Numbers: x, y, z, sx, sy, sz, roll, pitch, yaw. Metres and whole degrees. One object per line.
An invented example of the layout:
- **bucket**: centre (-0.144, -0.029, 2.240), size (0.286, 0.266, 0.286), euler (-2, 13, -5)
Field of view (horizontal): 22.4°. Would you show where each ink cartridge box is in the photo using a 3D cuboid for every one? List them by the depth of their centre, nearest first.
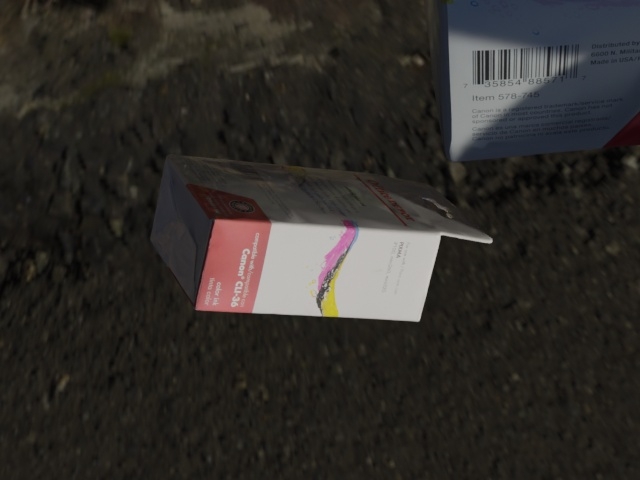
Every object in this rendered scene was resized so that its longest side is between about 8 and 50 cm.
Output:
- **ink cartridge box**: centre (0.100, -0.135, 0.585), size (0.128, 0.127, 0.176), euler (-4, 144, 2)
- **ink cartridge box**: centre (0.000, 0.000, 1.065), size (0.198, 0.115, 0.067), euler (4, 112, -23)
